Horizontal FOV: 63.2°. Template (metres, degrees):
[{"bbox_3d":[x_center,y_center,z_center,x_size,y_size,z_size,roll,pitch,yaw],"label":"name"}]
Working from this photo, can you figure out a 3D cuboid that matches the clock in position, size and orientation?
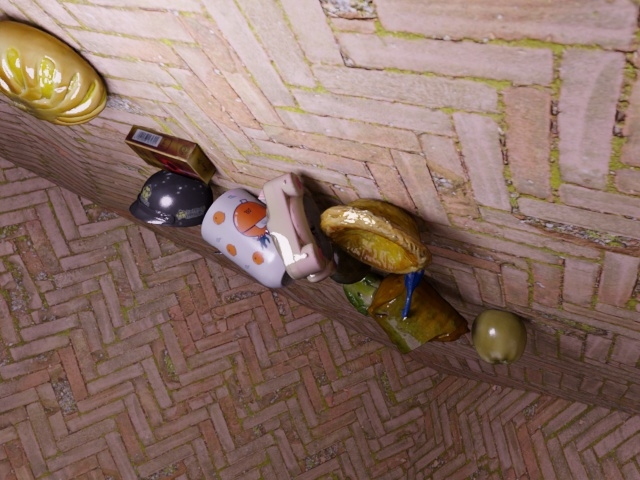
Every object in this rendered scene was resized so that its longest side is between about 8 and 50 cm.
[{"bbox_3d":[-0.045,-0.021,1.446,0.114,0.284,0.309,-22,164,12],"label":"clock"}]

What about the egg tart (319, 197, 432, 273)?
[{"bbox_3d":[0.154,-0.026,1.380,0.318,0.128,0.319,21,162,7],"label":"egg tart"}]

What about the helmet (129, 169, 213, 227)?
[{"bbox_3d":[-0.480,-0.158,1.718,0.278,0.161,0.230,-9,-142,-42],"label":"helmet"}]

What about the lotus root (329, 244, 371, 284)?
[{"bbox_3d":[0.076,0.056,1.722,0.160,0.152,0.275,7,159,30],"label":"lotus root"}]

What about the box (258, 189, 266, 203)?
[{"bbox_3d":[-0.121,-0.118,1.628,0.089,0.043,0.125,7,158,47],"label":"box"}]

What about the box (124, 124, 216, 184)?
[{"bbox_3d":[-0.459,-0.262,1.599,0.240,0.071,0.159,19,162,18],"label":"box"}]

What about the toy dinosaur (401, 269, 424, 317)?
[{"bbox_3d":[0.285,0.126,1.587,0.075,0.188,0.248,15,163,5],"label":"toy dinosaur"}]

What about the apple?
[{"bbox_3d":[0.622,0.334,1.811,0.199,0.200,0.200,22,165,6],"label":"apple"}]

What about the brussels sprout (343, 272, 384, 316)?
[{"bbox_3d":[0.189,0.204,2.064,0.223,0.161,0.223,33,151,22],"label":"brussels sprout"}]

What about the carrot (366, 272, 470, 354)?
[{"bbox_3d":[0.333,0.270,1.799,0.341,0.241,0.241,47,165,3],"label":"carrot"}]

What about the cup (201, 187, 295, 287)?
[{"bbox_3d":[-0.196,0.003,1.677,0.317,0.212,0.212,36,169,19],"label":"cup"}]

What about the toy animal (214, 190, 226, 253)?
[{"bbox_3d":[-0.241,-0.053,1.967,0.283,0.225,0.302,4,179,-4],"label":"toy animal"}]

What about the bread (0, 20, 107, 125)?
[{"bbox_3d":[-0.700,-0.399,1.318,0.332,0.160,0.333,21,166,6],"label":"bread"}]
